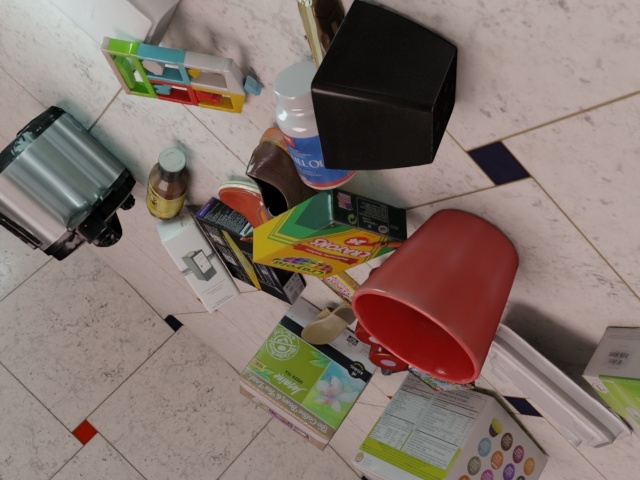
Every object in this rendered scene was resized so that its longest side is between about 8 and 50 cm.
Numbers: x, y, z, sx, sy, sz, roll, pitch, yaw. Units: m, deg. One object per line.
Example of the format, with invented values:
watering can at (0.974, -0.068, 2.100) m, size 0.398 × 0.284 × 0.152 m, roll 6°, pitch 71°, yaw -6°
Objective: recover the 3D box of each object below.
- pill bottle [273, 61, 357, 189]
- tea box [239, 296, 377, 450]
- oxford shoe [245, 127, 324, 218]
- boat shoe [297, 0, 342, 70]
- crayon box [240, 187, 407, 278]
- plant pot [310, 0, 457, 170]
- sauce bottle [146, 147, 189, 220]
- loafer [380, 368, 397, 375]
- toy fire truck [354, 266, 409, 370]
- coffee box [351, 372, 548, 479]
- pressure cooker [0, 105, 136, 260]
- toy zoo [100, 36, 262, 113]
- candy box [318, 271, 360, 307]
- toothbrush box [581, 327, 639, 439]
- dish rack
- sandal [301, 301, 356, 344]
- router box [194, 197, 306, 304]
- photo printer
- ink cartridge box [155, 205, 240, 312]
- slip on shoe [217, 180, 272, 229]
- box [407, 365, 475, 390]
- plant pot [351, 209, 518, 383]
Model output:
pill bottle at (-0.010, -0.205, 1.288) m, size 0.124 × 0.124 × 0.221 m, roll 21°, pitch 152°, yaw 32°
tea box at (-0.030, 0.416, 2.233) m, size 0.329 × 0.323 × 0.220 m, roll 32°, pitch 156°, yaw 9°
oxford shoe at (-0.056, -0.077, 1.575) m, size 0.130 × 0.132 × 0.363 m, roll 14°, pitch 151°, yaw 41°
boat shoe at (0.006, -0.318, 1.145) m, size 0.072 × 0.068 × 0.190 m, roll 34°, pitch 150°, yaw 40°
crayon box at (0.000, 0.000, 1.500) m, size 0.202 × 0.081 × 0.319 m, roll 14°, pitch 154°, yaw -36°
plant pot at (0.104, -0.212, 1.060) m, size 0.167 × 0.188 × 0.187 m, roll 15°, pitch 151°, yaw 18°
sauce bottle at (-0.419, -0.157, 1.978) m, size 0.111 × 0.111 × 0.344 m, roll 37°, pitch 156°, yaw -1°
loafer at (0.239, 0.310, 1.972) m, size 0.095 × 0.109 × 0.302 m, roll 4°, pitch 161°, yaw -8°
toy fire truck at (0.234, 0.193, 1.669) m, size 0.254 × 0.169 × 0.302 m, roll 3°, pitch 148°, yaw 23°
coffee box at (0.371, 0.631, 2.057) m, size 0.337 × 0.334 × 0.338 m, roll 48°, pitch 156°, yaw -27°
pressure cooker at (-0.766, -0.144, 2.166) m, size 0.376 × 0.369 × 0.420 m, roll -29°, pitch 116°, yaw 39°
toy zoo at (-0.261, -0.316, 1.409) m, size 0.293 × 0.030 × 0.192 m, roll 11°, pitch 166°, yaw 2°
candy box at (0.058, 0.120, 1.930) m, size 0.206 × 0.027 × 0.105 m, roll 42°, pitch 153°, yaw -12°
toothbrush box at (0.651, 0.291, 1.297) m, size 0.283 × 0.122 × 0.206 m, roll 44°, pitch 157°, yaw -20°
dish rack at (0.477, 0.321, 1.519) m, size 0.333 × 0.072 × 0.285 m, roll 42°, pitch 175°, yaw 21°
sandal at (0.040, 0.226, 2.105) m, size 0.088 × 0.079 × 0.240 m, roll 39°, pitch 134°, yaw -12°
router box at (-0.195, 0.034, 2.052) m, size 0.243 × 0.081 × 0.308 m, roll 22°, pitch 153°, yaw 31°
photo printer at (-0.427, -0.491, 1.359) m, size 0.307 × 0.107 × 0.256 m, roll 42°, pitch 157°, yaw -12°
ink cartridge box at (-0.370, 0.053, 2.160) m, size 0.272 × 0.115 × 0.198 m, roll 60°, pitch 173°, yaw -24°
slip on shoe at (-0.129, -0.048, 1.783) m, size 0.331 × 0.101 × 0.123 m, roll 31°, pitch 158°, yaw 17°
box at (0.314, 0.342, 1.855) m, size 0.114 × 0.036 × 0.207 m, roll -11°, pitch 150°, yaw 27°
plant pot at (0.232, 0.093, 1.356) m, size 0.275 × 0.243 × 0.275 m, roll 30°, pitch 156°, yaw 15°
